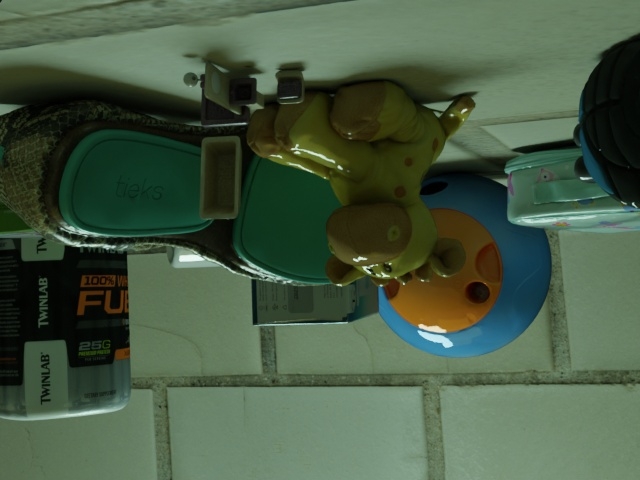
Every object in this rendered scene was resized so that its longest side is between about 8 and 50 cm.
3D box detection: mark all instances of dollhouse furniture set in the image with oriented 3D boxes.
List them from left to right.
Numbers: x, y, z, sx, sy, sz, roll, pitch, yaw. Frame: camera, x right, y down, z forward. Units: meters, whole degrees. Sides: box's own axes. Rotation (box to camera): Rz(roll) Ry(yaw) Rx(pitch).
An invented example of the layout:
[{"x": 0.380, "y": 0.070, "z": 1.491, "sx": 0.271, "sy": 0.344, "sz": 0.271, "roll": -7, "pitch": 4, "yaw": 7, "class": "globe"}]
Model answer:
[{"x": -0.065, "y": -0.076, "z": 0.706, "sx": 0.091, "sy": 0.114, "sz": 0.081, "roll": -1, "pitch": 174, "yaw": 17, "class": "dollhouse furniture set"}]

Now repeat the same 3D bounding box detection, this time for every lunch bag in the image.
[{"x": 0.392, "y": -0.072, "z": 1.210, "sx": 0.279, "sy": 0.107, "sz": 0.224, "roll": -6, "pitch": 173, "yaw": 42, "class": "lunch bag"}]

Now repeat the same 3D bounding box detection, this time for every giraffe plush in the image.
[{"x": 0.047, "y": -0.042, "z": 0.867, "sx": 0.210, "sy": 0.170, "sz": 0.181, "roll": 0, "pitch": 176, "yaw": -35, "class": "giraffe plush"}]

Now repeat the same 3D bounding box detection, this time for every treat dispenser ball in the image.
[{"x": 0.214, "y": 0.039, "z": 1.466, "sx": 0.288, "sy": 0.288, "sz": 0.288, "roll": -2, "pitch": 177, "yaw": 0, "class": "treat dispenser ball"}]

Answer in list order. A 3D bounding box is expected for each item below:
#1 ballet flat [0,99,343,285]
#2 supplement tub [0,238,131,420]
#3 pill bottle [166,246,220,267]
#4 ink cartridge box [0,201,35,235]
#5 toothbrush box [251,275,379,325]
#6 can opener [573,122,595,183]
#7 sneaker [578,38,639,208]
[{"x": -0.125, "y": -0.057, "z": 0.953, "sx": 0.182, "sy": 0.164, "sz": 0.483, "roll": 23, "pitch": -172, "yaw": 38, "class": "ballet flat"}, {"x": -0.387, "y": 0.084, "z": 1.380, "sx": 0.207, "sy": 0.337, "sz": 0.207, "roll": -3, "pitch": 177, "yaw": 0, "class": "supplement tub"}, {"x": -0.129, "y": -0.024, "z": 1.515, "sx": 0.229, "sy": 0.131, "sz": 0.131, "roll": -2, "pitch": 177, "yaw": -17, "class": "pill bottle"}, {"x": -0.281, "y": -0.053, "z": 1.152, "sx": 0.189, "sy": 0.096, "sz": 0.255, "roll": -4, "pitch": 176, "yaw": 32, "class": "ink cartridge box"}, {"x": 0.000, "y": 0.000, "z": 1.263, "sx": 0.126, "sy": 0.216, "sz": 0.295, "roll": -2, "pitch": 178, "yaw": 12, "class": "toothbrush box"}, {"x": 0.407, "y": -0.101, "z": 0.960, "sx": 0.284, "sy": 0.075, "sz": 0.095, "roll": -3, "pitch": 177, "yaw": 40, "class": "can opener"}, {"x": 0.313, "y": -0.090, "z": 0.626, "sx": 0.140, "sy": 0.125, "sz": 0.341, "roll": -6, "pitch": -179, "yaw": -25, "class": "sneaker"}]
